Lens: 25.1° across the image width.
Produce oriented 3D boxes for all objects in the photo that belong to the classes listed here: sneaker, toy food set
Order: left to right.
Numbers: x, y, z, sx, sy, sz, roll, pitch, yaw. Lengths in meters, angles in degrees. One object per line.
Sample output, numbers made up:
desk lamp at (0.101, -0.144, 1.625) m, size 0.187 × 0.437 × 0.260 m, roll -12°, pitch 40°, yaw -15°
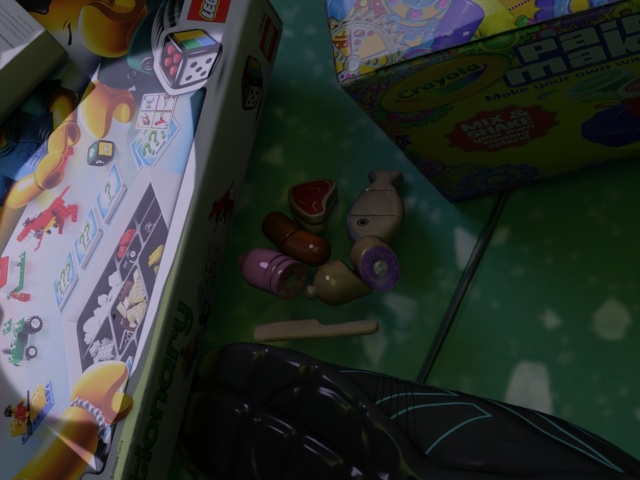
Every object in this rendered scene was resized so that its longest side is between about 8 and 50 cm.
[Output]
toy food set at (0.000, 0.000, 0.675) m, size 0.077 × 0.019 × 0.122 m, roll -5°, pitch 35°, yaw 7°
sneaker at (0.055, 0.115, 0.636) m, size 0.267 × 0.106 × 0.101 m, roll 20°, pitch 103°, yaw 28°

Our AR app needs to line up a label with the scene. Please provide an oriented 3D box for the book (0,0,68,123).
book at (-0.202, -0.069, 0.677) m, size 0.144 × 0.035 × 0.096 m, roll -45°, pitch 60°, yaw -3°

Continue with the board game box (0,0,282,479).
board game box at (-0.146, 0.015, 0.675) m, size 0.192 × 0.053 × 0.305 m, roll 7°, pitch 72°, yaw 19°

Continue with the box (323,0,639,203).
box at (0.148, -0.201, 0.644) m, size 0.289 × 0.177 × 0.279 m, roll -13°, pitch 70°, yaw 17°
